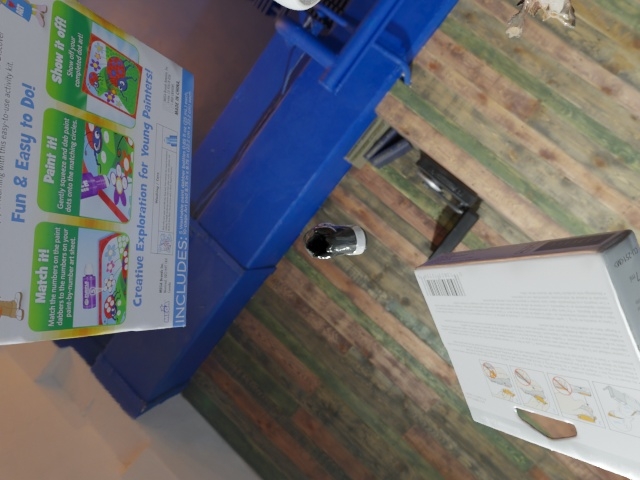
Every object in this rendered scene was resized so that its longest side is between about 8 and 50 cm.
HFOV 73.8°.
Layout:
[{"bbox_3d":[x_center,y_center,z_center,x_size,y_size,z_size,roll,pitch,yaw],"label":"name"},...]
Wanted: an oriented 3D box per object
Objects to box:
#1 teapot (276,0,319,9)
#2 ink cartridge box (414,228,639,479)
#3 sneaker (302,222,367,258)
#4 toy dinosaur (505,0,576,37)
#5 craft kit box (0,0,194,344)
[{"bbox_3d":[-0.064,-0.582,0.790,0.187,0.253,0.256,35,149,6],"label":"teapot"},{"bbox_3d":[0.250,0.124,0.497,0.239,0.060,0.275,67,156,-3],"label":"ink cartridge box"},{"bbox_3d":[0.000,0.000,0.971,0.106,0.078,0.234,-7,-176,-30],"label":"sneaker"},{"bbox_3d":[0.367,-0.463,0.671,0.296,0.127,0.200,73,-153,-46],"label":"toy dinosaur"},{"bbox_3d":[-0.198,-0.052,0.307,0.060,0.250,0.246,-3,172,23],"label":"craft kit box"}]
